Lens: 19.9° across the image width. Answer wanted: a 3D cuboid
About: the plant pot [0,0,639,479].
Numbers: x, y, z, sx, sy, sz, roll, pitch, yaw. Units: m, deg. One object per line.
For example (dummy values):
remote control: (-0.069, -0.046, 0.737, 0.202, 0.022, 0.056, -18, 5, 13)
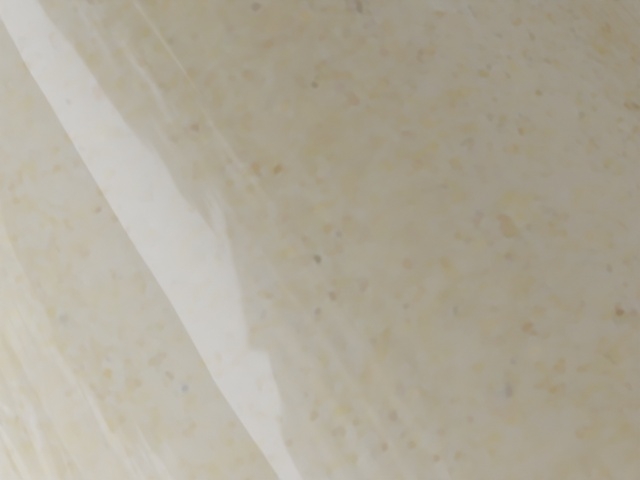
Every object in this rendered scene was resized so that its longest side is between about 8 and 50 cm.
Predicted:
plant pot: (0.000, 0.000, 0.546, 0.305, 0.334, 0.334, 56, 175, 2)
